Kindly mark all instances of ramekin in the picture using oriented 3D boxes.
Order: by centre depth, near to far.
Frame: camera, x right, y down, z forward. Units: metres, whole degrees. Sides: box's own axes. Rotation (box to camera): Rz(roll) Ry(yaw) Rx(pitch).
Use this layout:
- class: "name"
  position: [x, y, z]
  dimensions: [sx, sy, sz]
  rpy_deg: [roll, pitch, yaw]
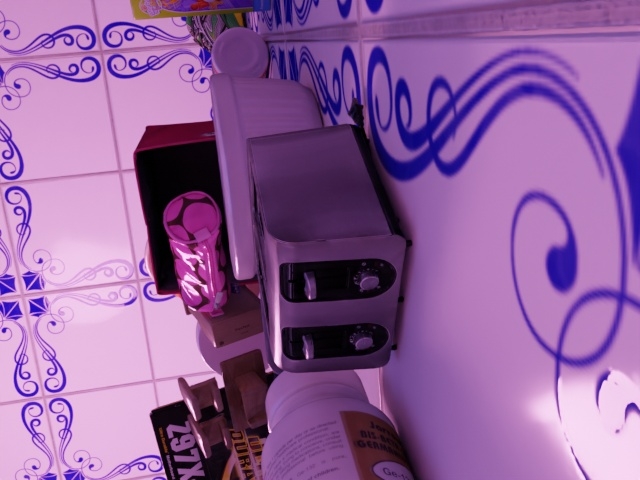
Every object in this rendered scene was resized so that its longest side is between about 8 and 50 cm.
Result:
- class: "ramekin"
  position: [-0.067, -0.088, 0.930]
  dimensions: [0.273, 0.127, 0.272]
  rpy_deg: [173, 90, -82]

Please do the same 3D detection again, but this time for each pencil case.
- class: "pencil case"
  position: [-0.179, 0.025, 1.065]
  dimensions: [0.209, 0.095, 0.098]
  rpy_deg: [89, 163, -54]

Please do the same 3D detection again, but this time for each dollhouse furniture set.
- class: "dollhouse furniture set"
  position: [-0.144, 0.207, 1.224]
  dimensions: [0.161, 0.212, 0.242]
  rpy_deg: [31, 134, 59]

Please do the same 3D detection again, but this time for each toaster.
- class: "toaster"
  position: [0.000, 0.000, 0.621]
  dimensions: [0.168, 0.110, 0.185]
  rpy_deg: [93, 167, -44]

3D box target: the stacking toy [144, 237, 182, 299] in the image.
- class: "stacking toy"
  position: [-0.240, 0.128, 1.879]
  dimensions: [0.480, 0.351, 0.350]
  rpy_deg: [52, 152, 43]

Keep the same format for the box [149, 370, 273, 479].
- class: "box"
  position: [-0.147, 0.427, 1.303]
  dimensions: [0.079, 0.257, 0.322]
  rpy_deg: [127, 127, -79]

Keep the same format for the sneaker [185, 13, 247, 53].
- class: "sneaker"
  position: [-0.253, -0.493, 1.752]
  dimensions: [0.134, 0.146, 0.343]
  rpy_deg: [98, 162, -60]

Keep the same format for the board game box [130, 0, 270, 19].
- class: "board game box"
  position: [-0.194, -0.498, 1.068]
  dimensions: [0.347, 0.233, 0.078]
  rpy_deg: [97, 164, -60]

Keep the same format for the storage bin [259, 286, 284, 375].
- class: "storage bin"
  position: [-0.009, 0.085, 0.858]
  dimensions: [0.091, 0.098, 0.135]
  rpy_deg: [-43, -50, -66]

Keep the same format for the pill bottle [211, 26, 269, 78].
- class: "pill bottle"
  position: [-0.161, -0.334, 1.400]
  dimensions: [0.193, 0.108, 0.108]
  rpy_deg: [140, 123, -80]

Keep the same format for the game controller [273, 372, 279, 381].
- class: "game controller"
  position: [-0.029, 0.183, 1.062]
  dimensions: [0.166, 0.067, 0.319]
  rpy_deg: [155, 116, -67]

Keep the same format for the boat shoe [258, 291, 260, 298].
- class: "boat shoe"
  position: [-0.067, 0.169, 1.324]
  dimensions: [0.228, 0.080, 0.076]
  rpy_deg: [92, 158, -44]

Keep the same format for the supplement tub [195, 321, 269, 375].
- class: "supplement tub"
  position: [-0.170, 0.194, 1.554]
  dimensions: [0.272, 0.191, 0.191]
  rpy_deg: [-157, 60, -87]

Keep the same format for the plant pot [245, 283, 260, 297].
- class: "plant pot"
  position: [-0.105, 0.070, 1.413]
  dimensions: [0.109, 0.096, 0.109]
  rpy_deg: [-152, 56, -79]

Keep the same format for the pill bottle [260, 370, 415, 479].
- class: "pill bottle"
  position: [0.016, 0.215, 0.623]
  dimensions: [0.229, 0.131, 0.131]
  rpy_deg: [-111, 17, -59]

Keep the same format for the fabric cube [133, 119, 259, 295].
- class: "fabric cube"
  position: [-0.180, -0.078, 1.267]
  dimensions: [0.258, 0.254, 0.259]
  rpy_deg: [-116, 20, -70]
